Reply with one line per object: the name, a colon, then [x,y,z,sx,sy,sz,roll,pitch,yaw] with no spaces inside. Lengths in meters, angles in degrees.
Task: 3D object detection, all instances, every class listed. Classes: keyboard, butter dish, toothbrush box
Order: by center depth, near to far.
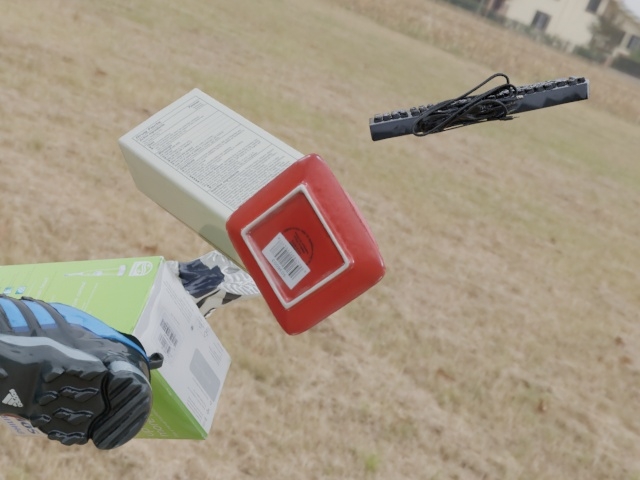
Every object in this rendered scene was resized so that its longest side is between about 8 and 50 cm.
keyboard: [0.135,-0.125,0.754,0.192,0.038,0.100,-12,18,5]
butter dish: [0.000,0.000,0.995,0.160,0.160,0.118,59,30,8]
toothbrush box: [-0.281,0.133,1.043,0.283,0.206,0.122,-2,47,21]

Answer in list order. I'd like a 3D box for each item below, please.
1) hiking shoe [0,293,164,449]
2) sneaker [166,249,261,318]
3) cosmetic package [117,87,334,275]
hiking shoe: [-0.300,0.100,0.808,0.304,0.113,0.132,24,13,-12]
sneaker: [-0.186,0.087,1.473,0.235,0.153,0.094,-13,70,-23]
cosmetic package: [-0.134,-0.085,1.287,0.160,0.113,0.309,-39,53,-23]
